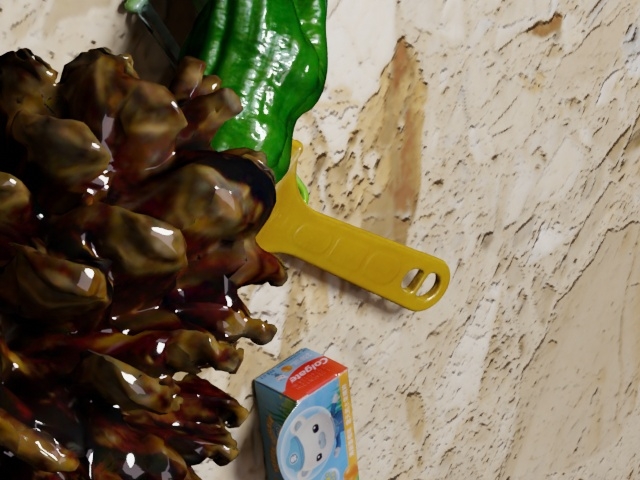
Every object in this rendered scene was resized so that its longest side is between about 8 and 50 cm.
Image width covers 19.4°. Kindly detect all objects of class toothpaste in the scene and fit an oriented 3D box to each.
[{"bbox_3d":[-0.011,0.172,1.246,0.070,0.044,0.193,-30,128,-35],"label":"toothpaste"}]

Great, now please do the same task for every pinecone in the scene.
[{"bbox_3d":[-0.140,0.025,0.899,0.243,0.243,0.257,17,80,-51],"label":"pinecone"}]

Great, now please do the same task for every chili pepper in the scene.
[{"bbox_3d":[-0.028,-0.143,1.032,0.099,0.083,0.253,71,30,-76],"label":"chili pepper"}]

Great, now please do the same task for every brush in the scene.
[{"bbox_3d":[0.000,0.000,1.179,0.272,0.013,0.103,23,104,-48],"label":"brush"}]

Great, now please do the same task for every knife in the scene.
[{"bbox_3d":[-0.051,-0.086,1.105,0.054,0.015,0.212,-58,140,-22],"label":"knife"}]
